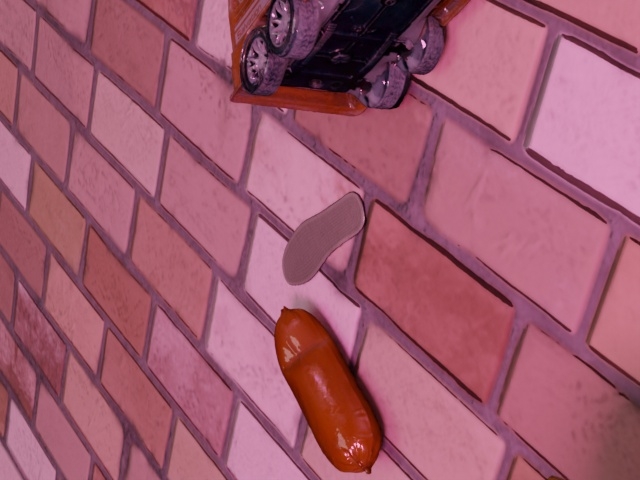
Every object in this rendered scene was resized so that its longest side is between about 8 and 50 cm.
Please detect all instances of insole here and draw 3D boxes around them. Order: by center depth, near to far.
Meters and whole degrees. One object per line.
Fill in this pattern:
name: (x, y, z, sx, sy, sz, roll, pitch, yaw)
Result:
insole: (0.000, 0.000, 1.090, 0.152, 0.002, 0.053, -37, 65, 52)

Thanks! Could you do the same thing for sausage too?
sausage: (0.006, 0.135, 1.058, 0.062, 0.054, 0.183, -42, 52, 13)

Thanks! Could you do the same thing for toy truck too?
toy truck: (0.038, -0.224, 0.887, 0.305, 0.136, 0.162, -42, 51, 53)

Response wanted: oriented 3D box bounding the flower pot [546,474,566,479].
flower pot: (0.171, 0.253, 0.656, 0.195, 0.195, 0.179, 22, 80, 53)
